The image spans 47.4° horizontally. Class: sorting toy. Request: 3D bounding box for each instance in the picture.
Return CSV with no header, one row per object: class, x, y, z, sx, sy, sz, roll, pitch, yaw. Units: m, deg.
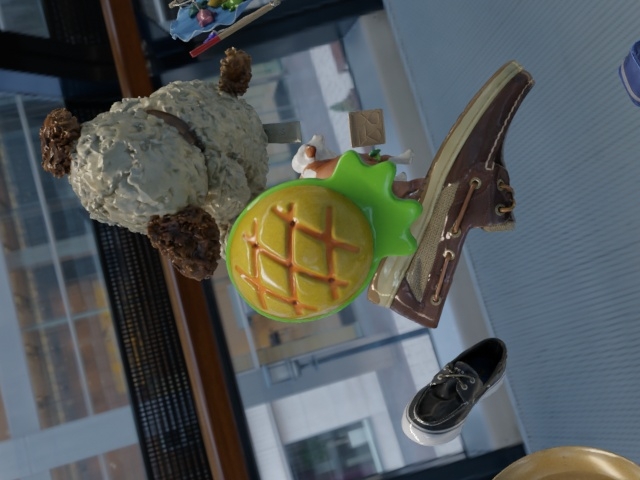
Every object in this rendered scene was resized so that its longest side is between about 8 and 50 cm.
sorting toy,0.075,-0.166,1.163,0.012,0.062,0.083,-152,54,-70

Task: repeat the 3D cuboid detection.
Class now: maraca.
maraca,0.000,0.000,0.649,0.127,0.186,0.099,55,-165,-9

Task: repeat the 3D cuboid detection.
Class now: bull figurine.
bull figurine,0.077,-0.091,1.169,0.310,0.189,0.101,-125,28,-55

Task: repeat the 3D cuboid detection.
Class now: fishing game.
fishing game,-0.140,-0.350,1.039,0.041,0.189,0.264,57,-174,-35

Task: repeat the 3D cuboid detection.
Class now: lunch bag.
lunch bag,0.399,-0.200,0.835,0.065,0.099,0.067,65,-174,-78

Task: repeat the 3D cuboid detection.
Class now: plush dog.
plush dog,-0.158,-0.083,0.763,0.263,0.225,0.210,34,125,4

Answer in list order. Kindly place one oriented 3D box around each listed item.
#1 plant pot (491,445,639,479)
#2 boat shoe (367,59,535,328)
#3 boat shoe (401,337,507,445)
plant pot,0.266,0.332,0.775,0.032,0.236,0.236,54,180,-33
boat shoe,0.185,-0.048,0.895,0.341,0.123,0.123,-62,-9,8
boat shoe,0.191,0.195,0.991,0.080,0.229,0.076,30,124,34
